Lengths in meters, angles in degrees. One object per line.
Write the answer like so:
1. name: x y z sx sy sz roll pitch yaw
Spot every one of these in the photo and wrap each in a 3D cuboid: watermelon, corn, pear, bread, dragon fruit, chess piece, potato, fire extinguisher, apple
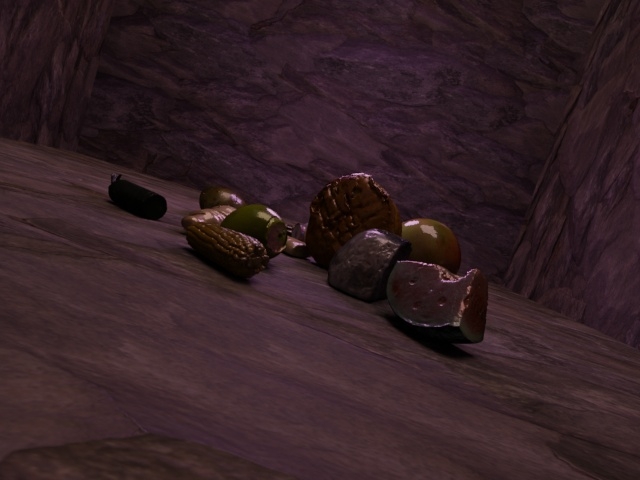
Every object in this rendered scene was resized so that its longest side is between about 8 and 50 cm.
1. watermelon: 0.308 0.148 1.055 0.148 0.226 0.318 45 7 -28
2. corn: -0.254 0.019 1.088 0.305 0.106 0.106 18 4 42
3. pear: -0.213 -0.026 1.292 0.220 0.187 0.188 5 -3 38
4. bread: -0.131 0.018 1.693 0.178 0.060 0.140 22 6 36
5. dragon fruit: 0.152 0.064 1.335 0.204 0.220 0.283 26 11 23
6. bread: 0.133 -0.061 1.610 0.399 0.397 0.215 21 -4 33
7. chess piece: -0.394 -0.065 1.493 0.138 0.124 0.307 50 11 1
8. potato: -0.462 -0.168 1.938 0.210 0.172 0.308 11 11 -37
9. fire extinguisher: -0.691 -0.168 1.518 0.312 0.114 0.096 19 9 33
10. apple: 0.414 0.070 1.694 0.320 0.319 0.277 16 40 -21

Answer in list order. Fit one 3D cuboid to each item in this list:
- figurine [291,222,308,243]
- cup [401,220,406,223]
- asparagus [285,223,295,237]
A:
1. figurine: 0.000 0.000 1.910 0.264 0.141 0.190 15 -17 -28
2. cup: 0.429 0.056 1.992 0.209 0.272 0.288 21 6 35
3. asparagus: -0.107 -0.022 2.136 0.288 0.080 0.080 25 4 -6
